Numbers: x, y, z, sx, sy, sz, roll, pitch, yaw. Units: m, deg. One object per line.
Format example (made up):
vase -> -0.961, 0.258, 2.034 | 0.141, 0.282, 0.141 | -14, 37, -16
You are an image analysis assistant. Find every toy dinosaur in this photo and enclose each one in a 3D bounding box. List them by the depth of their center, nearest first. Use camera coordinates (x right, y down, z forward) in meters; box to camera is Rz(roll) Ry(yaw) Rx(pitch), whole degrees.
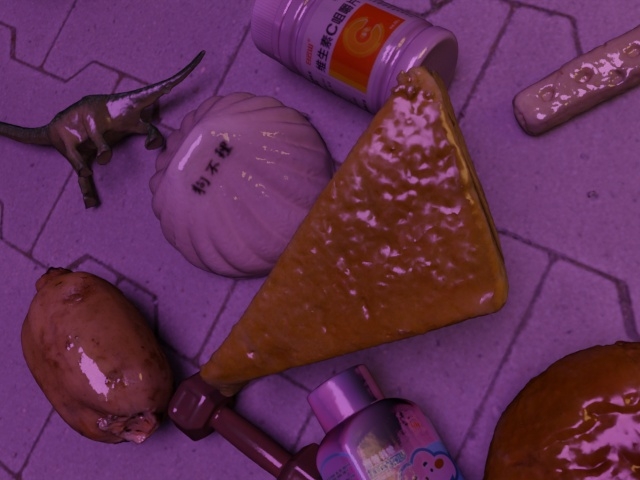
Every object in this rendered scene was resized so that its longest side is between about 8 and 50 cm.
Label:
toy dinosaur -> -0.390, -0.211, 0.973 | 0.447, 0.087, 0.300 | -38, 61, 7

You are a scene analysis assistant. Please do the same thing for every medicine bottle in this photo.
medicine bottle -> 0.064, 0.236, 0.664 | 0.188, 0.119, 0.094 | 58, 144, 22
medicine bottle -> 0.041, -0.253, 0.786 | 0.250, 0.133, 0.133 | 35, 91, 24

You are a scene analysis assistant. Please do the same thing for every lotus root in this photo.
lotus root -> -0.307, 0.145, 0.814 | 0.160, 0.146, 0.284 | -44, 64, 7

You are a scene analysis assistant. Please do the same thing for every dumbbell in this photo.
dumbbell -> -0.084, 0.247, 0.744 | 0.231, 0.082, 0.092 | 28, 88, 24

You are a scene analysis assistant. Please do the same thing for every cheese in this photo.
cheese -> 0.322, -0.192, 0.716 | 0.194, 0.043, 0.064 | -29, 65, 14

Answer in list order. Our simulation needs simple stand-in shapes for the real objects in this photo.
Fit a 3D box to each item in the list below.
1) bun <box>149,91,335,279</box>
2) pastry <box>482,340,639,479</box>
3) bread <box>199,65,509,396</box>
bun -> -0.125, -0.086, 0.788 | 0.263, 0.175, 0.263 | -4, 78, 20
pastry -> 0.315, 0.261, 0.550 | 0.356, 0.164, 0.355 | -4, 79, 21
bread -> 0.000, 0.000, 0.663 | 0.362, 0.233, 0.244 | -21, 97, 18
